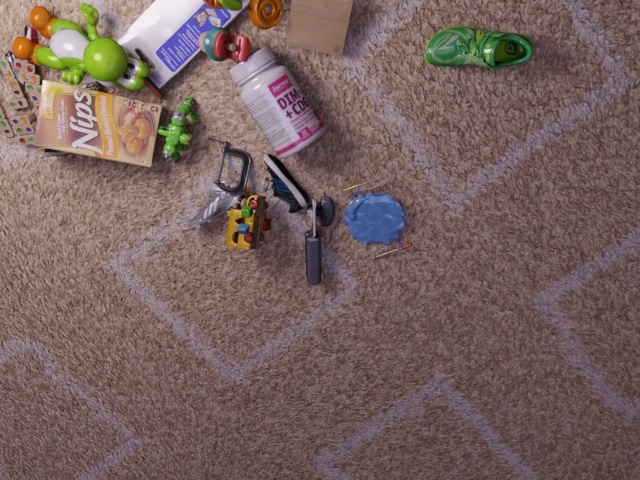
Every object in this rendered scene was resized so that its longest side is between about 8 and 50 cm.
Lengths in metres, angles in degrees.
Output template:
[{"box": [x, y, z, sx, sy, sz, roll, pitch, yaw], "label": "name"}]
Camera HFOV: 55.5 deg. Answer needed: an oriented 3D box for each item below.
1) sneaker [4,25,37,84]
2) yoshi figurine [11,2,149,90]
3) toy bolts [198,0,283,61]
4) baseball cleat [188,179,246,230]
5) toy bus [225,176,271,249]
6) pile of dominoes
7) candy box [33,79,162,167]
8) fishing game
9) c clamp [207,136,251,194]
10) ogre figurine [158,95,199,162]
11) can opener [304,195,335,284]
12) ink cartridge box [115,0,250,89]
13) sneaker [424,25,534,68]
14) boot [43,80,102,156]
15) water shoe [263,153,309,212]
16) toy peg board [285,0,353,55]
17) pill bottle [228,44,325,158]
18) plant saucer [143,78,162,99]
[{"box": [-0.862, -0.536, 1.739, 0.075, 0.063, 0.170, 18, 116, -10], "label": "sneaker"}, {"box": [-0.641, -0.511, 1.627, 0.362, 0.203, 0.203, 22, 128, 8], "label": "yoshi figurine"}, {"box": [-0.237, -0.586, 1.615, 0.218, 0.158, 0.228, 4, 106, -43], "label": "toy bolts"}, {"box": [-0.332, -0.118, 1.875, 0.206, 0.072, 0.109, -29, 101, 3], "label": "baseball cleat"}, {"box": [-0.226, -0.068, 1.822, 0.104, 0.202, 0.191, 10, 139, 14], "label": "toy bus"}, {"box": [-0.885, -0.402, 1.771, 0.196, 0.040, 0.251, -5, 125, 10], "label": "pile of dominoes"}, {"box": [-0.627, -0.327, 1.723, 0.317, 0.087, 0.182, 9, 97, -22], "label": "candy box"}, {"box": [0.167, -0.068, 1.877, 0.189, 0.041, 0.264, -21, 114, 19], "label": "fishing game"}, {"box": [-0.279, -0.220, 1.825, 0.137, 0.022, 0.160, 7, 85, -15], "label": "c clamp"}, {"box": [-0.417, -0.313, 1.772, 0.097, 0.118, 0.197, 38, 109, -11], "label": "ogre figurine"}, {"box": [0.000, 0.000, 1.891, 0.095, 0.076, 0.283, -3, 114, -4], "label": "can opener"}, {"box": [-0.378, -0.607, 1.686, 0.371, 0.069, 0.175, -39, 105, 13], "label": "ink cartridge box"}, {"box": [0.431, -0.522, 1.642, 0.296, 0.123, 0.109, -1, 111, 4], "label": "sneaker"}, {"box": [-0.721, -0.354, 1.787, 0.237, 0.085, 0.178, -18, 108, -3], "label": "boot"}, {"box": [-0.121, -0.167, 1.836, 0.080, 0.073, 0.203, -35, 105, 17], "label": "water shoe"}, {"box": [-0.001, -0.611, 1.669, 0.161, 0.079, 0.160, 12, 127, -1], "label": "toy peg board"}, {"box": [-0.124, -0.387, 1.704, 0.160, 0.160, 0.283, -30, 106, 13], "label": "pill bottle"}, {"box": [-0.484, -0.439, 1.747, 0.013, 0.083, 0.083, -43, 103, 2], "label": "plant saucer"}]
